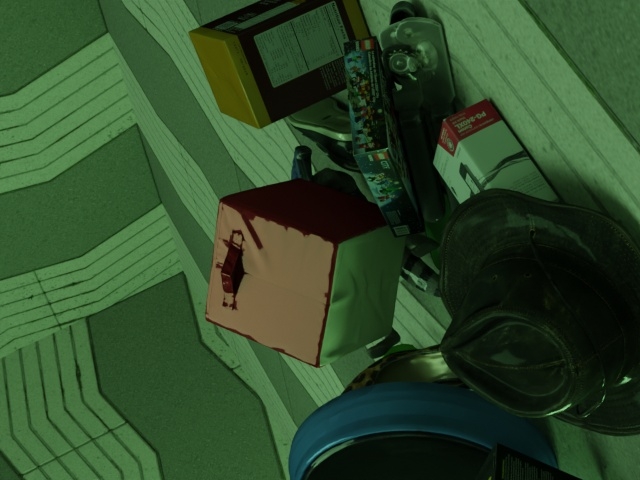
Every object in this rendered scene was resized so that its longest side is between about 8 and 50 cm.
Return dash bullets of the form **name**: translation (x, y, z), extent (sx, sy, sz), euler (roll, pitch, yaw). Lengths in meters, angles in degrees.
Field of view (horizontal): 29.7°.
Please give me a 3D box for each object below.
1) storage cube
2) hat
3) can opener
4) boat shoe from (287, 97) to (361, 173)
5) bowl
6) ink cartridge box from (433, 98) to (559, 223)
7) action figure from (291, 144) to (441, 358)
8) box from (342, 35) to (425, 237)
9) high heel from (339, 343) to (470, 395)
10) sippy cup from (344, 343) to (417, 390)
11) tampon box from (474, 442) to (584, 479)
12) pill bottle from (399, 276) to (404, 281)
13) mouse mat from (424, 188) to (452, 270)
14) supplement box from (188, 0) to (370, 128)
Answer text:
- **storage cube**: translation (-0.017, 0.039, 1.636), extent (0.193, 0.215, 0.183), euler (20, 112, 29)
- **hat**: translation (0.219, 0.106, 1.281), extent (0.331, 0.134, 0.331), euler (34, 143, 31)
- **can opener**: translation (0.135, -0.158, 1.492), extent (0.095, 0.076, 0.283), euler (-80, -22, -52)
- **boat shoe**: translation (0.011, -0.166, 1.869), extent (0.233, 0.084, 0.079), euler (37, 150, 56)
- **bowl**: translation (0.144, 0.357, 1.728), extent (0.077, 0.391, 0.391), euler (-79, -19, -47)
- **ink cartridge box**: translation (0.198, -0.068, 1.383), extent (0.150, 0.063, 0.109), euler (59, 166, 21)
- **action figure**: translation (0.044, 0.032, 1.846), extent (0.330, 0.178, 0.341), euler (50, 143, 43)
- **box**: translation (0.082, -0.124, 1.511), extent (0.233, 0.044, 0.159), euler (57, -154, -61)
- **high heel**: translation (0.138, 0.192, 1.673), extent (0.186, 0.261, 0.093), euler (130, 120, -78)
- **sippy cup**: translation (0.142, 0.326, 2.035), extent (0.240, 0.305, 0.224), euler (22, -158, -28)
- **tampon box**: translation (0.272, 0.362, 1.562), extent (0.101, 0.161, 0.120), euler (-65, -2, -66)
- **pill bottle**: translation (0.094, 0.011, 1.919), extent (0.116, 0.065, 0.065), euler (59, 166, 21)
- **mouse mat**: translation (0.179, -0.004, 1.697), extent (0.152, 0.007, 0.189), euler (48, 158, 51)
- **supplement box**: translation (-0.052, -0.264, 1.685), extent (0.191, 0.194, 0.129), euler (32, 146, 66)
